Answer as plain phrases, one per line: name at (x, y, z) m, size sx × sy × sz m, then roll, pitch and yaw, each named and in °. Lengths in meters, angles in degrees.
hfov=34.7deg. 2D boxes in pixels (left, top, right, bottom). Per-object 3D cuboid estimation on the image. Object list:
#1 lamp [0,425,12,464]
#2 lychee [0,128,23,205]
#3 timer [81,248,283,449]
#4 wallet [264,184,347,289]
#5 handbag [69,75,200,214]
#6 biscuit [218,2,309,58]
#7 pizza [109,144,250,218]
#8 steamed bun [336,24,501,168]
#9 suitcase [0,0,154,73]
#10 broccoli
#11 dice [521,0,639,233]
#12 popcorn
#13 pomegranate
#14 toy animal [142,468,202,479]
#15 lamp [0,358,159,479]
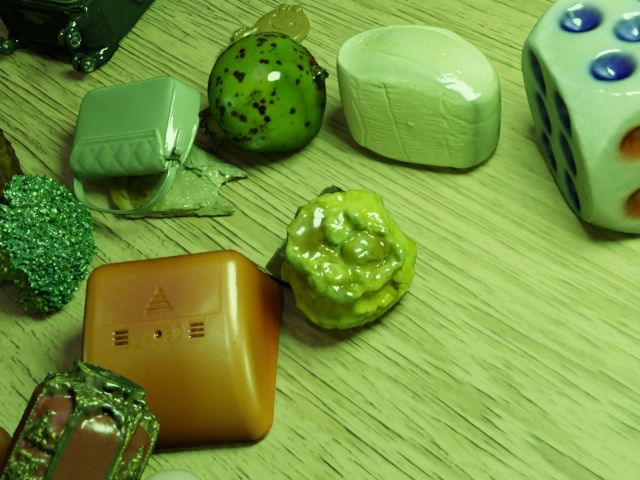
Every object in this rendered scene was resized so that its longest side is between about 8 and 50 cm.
lamp at (-0.488, 0.301, 1.310) m, size 0.163 × 0.188 × 0.188 m, roll 12°, pitch 57°, yaw 23°
lychee at (-0.604, -0.098, 1.631) m, size 0.260 × 0.261 × 0.261 m, roll -9°, pitch 51°, yaw 11°
timer at (-0.192, 0.155, 1.388) m, size 0.257 × 0.161 × 0.250 m, roll -7°, pitch 66°, yaw 12°
wallet at (0.000, 0.000, 1.500) m, size 0.095 × 0.026 × 0.176 m, roll 24°, pitch 65°, yaw 25°
handbag at (-0.302, -0.142, 1.621) m, size 0.256 × 0.079 × 0.219 m, roll -1°, pitch 73°, yaw 40°
biscuit at (-0.094, -0.354, 1.811) m, size 0.184 × 0.027 × 0.133 m, roll -32°, pitch 49°, yaw -9°
pizza at (-0.233, -0.097, 1.643) m, size 0.262 × 0.034 × 0.181 m, roll 20°, pitch 60°, yaw 30°
steamed bun at (0.152, -0.224, 1.515) m, size 0.250 × 0.200 × 0.155 m, roll 14°, pitch 57°, yaw 23°
suitcase at (-0.438, -0.528, 1.950) m, size 0.283 × 0.194 × 0.434 m, roll 16°, pitch 58°, yaw 27°
broccoli at (-0.446, 0.014, 1.573) m, size 0.194 × 0.194 × 0.220 m, roll -18°, pitch 73°, yaw 3°
dice at (0.426, -0.185, 1.361) m, size 0.251 × 0.259 × 0.243 m, roll -19°, pitch 48°, yaw 3°
popcorn at (0.038, 0.019, 1.381) m, size 0.197 × 0.156 × 0.198 m, roll 4°, pitch 58°, yaw -6°
pomegranate at (-0.093, -0.213, 1.618) m, size 0.198 × 0.246 × 0.198 m, roll 16°, pitch 47°, yaw -18°
toy animal at (-0.127, 0.356, 1.198) m, size 0.212 × 0.124 × 0.124 m, roll 30°, pitch 66°, yaw 38°
lamp at (-0.306, 0.286, 1.238) m, size 0.177 × 0.177 × 0.274 m, roll 19°, pitch 85°, yaw 29°
